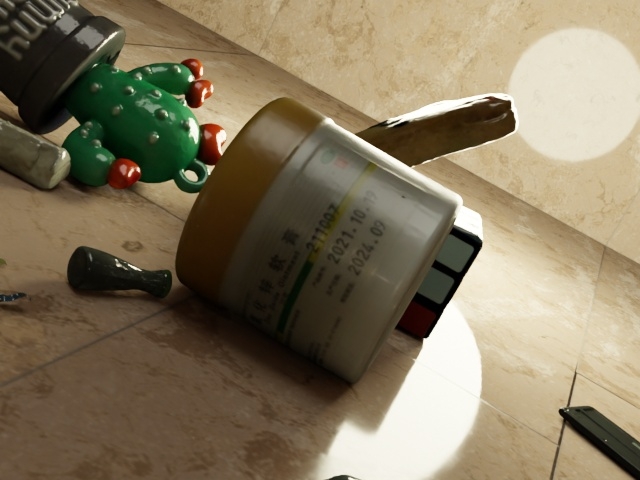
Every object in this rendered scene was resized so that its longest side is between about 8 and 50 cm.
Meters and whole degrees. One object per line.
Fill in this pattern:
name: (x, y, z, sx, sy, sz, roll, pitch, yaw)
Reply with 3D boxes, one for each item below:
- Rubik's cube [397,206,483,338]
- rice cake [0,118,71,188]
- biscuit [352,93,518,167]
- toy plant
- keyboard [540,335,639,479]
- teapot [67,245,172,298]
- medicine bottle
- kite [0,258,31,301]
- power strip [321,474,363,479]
Rubik's cube: (0.116, 0.014, 1.317, 0.162, 0.163, 0.160, 29, 16, 2)
rice cake: (-0.421, -0.137, 1.146, 0.256, 0.052, 0.057, 27, 45, -1)
biscuit: (0.066, -0.128, 1.353, 0.394, 0.076, 0.368, -20, 8, -6)
toy plant: (-0.310, -0.198, 1.294, 0.400, 0.185, 0.279, 40, 21, -7)
keyboard: (0.389, 0.260, 1.226, 0.103, 0.041, 0.381, 9, 30, -49)
teapot: (-0.199, 0.035, 0.978, 0.110, 0.043, 0.043, 14, 20, -43)
medicine bottle: (0.000, 0.000, 1.042, 0.232, 0.238, 0.238, 31, 16, 9)
kite: (-0.408, -0.002, 0.811, 0.310, 0.015, 0.169, 13, 20, -39)
power strip: (-0.023, 0.214, 0.445, 0.059, 0.194, 0.265, 23, -20, -5)
